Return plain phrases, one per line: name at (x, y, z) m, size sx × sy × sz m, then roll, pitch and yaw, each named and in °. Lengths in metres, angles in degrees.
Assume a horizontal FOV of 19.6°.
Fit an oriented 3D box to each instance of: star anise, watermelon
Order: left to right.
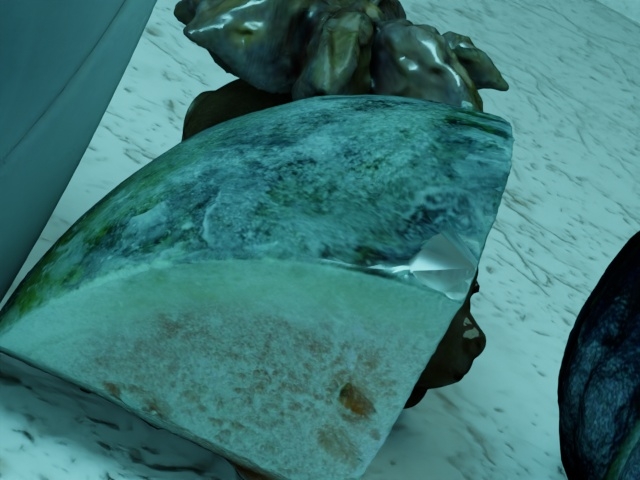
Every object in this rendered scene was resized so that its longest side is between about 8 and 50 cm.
star anise at (0.003, -0.119, 1.101) m, size 0.197 × 0.073 × 0.212 m, roll 1°, pitch 24°, yaw -33°
watermelon at (0.011, 0.037, 0.924) m, size 0.320 × 0.213 × 0.289 m, roll -17°, pitch 10°, yaw -30°

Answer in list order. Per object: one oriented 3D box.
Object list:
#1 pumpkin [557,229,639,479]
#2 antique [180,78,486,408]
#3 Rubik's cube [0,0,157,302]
pumpkin at (0.314, 0.120, 1.049) m, size 0.363 × 0.266 × 0.363 m, roll 26°, pitch 16°, yaw -8°
antique at (0.000, 0.000, 1.131) m, size 0.121 × 0.143 × 0.257 m, roll 8°, pitch 30°, yaw -44°
Rubik's cube at (-0.299, -0.148, 0.823) m, size 0.351 × 0.352 × 0.347 m, roll 33°, pitch 21°, yaw 21°
